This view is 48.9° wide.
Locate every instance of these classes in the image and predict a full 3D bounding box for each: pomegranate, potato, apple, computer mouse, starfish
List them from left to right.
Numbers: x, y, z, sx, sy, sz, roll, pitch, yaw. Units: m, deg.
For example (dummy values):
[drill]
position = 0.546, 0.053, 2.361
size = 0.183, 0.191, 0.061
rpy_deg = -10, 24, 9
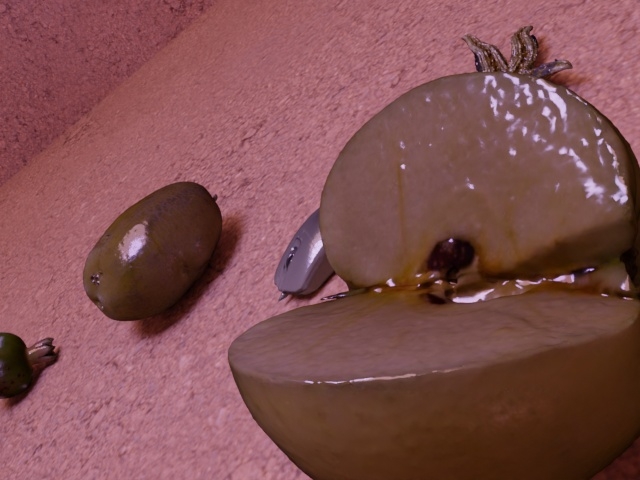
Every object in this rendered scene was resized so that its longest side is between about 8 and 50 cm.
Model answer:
[pomegranate]
position = -0.523, 0.208, 1.201
size = 0.142, 0.115, 0.114
rpy_deg = -17, 26, -13
[potato]
position = -0.244, 0.008, 1.063
size = 0.174, 0.159, 0.251
rpy_deg = 29, 63, 35
[computer mouse]
position = 0.000, 0.000, 0.875
size = 0.182, 0.056, 0.089
rpy_deg = -47, 24, -6
[apple]
position = 0.104, 0.052, 0.492
size = 0.257, 0.233, 0.295
rpy_deg = -8, 46, 37
[starfish]
position = 0.210, -0.196, 0.872
size = 0.175, 0.053, 0.208
rpy_deg = -21, 35, 16
